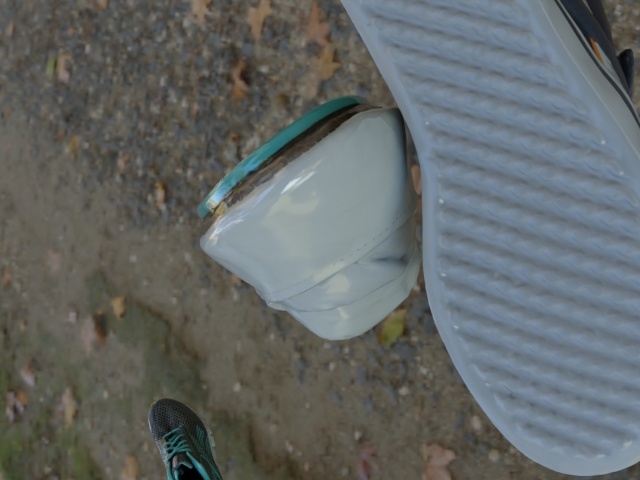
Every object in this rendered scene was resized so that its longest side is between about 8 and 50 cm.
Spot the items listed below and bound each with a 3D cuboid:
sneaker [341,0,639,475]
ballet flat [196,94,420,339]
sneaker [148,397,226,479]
[{"bbox_3d":[0.106,-0.051,0.492,0.126,0.127,0.321,-19,89,26],"label":"sneaker"},{"bbox_3d":[0.000,0.000,0.628,0.400,0.139,0.139,169,105,-82],"label":"ballet flat"},{"bbox_3d":[-0.146,0.240,1.067,0.065,0.076,0.166,-34,65,-2],"label":"sneaker"}]
